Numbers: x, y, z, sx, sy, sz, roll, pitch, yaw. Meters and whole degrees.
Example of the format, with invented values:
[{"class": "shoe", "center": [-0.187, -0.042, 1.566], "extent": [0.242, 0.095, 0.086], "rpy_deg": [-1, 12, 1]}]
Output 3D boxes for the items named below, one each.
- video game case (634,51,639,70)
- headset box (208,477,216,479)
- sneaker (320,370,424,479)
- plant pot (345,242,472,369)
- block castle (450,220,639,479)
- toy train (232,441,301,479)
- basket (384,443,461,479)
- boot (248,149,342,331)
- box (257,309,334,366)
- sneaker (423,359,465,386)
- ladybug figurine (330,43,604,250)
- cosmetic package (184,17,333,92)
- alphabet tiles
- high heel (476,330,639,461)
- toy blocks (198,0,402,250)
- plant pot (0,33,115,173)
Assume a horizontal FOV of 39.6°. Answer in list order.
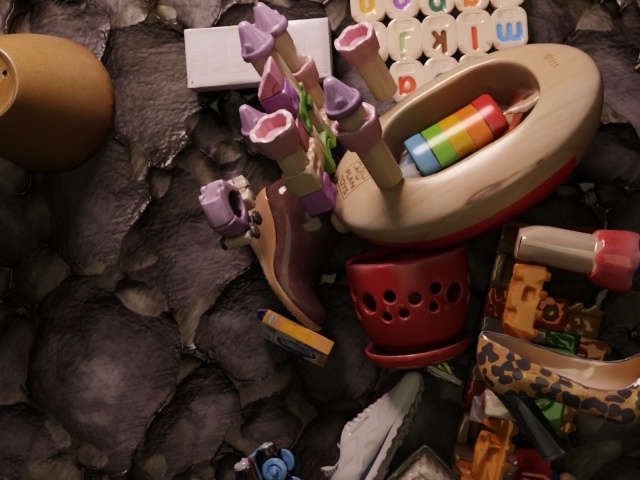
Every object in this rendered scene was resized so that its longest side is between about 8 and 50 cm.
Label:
[{"class": "video game case", "center": [0.545, -0.399, 1.304], "extent": [0.035, 0.248, 0.275], "rpy_deg": [17, 93, 7]}, {"class": "headset box", "center": [-0.201, 0.541, 1.402], "extent": [0.131, 0.246, 0.283], "rpy_deg": [-23, 89, 5]}, {"class": "sneaker", "center": [0.089, 0.308, 1.453], "extent": [0.094, 0.090, 0.235], "rpy_deg": [30, 89, 25]}, {"class": "plant pot", "center": [0.147, 0.100, 1.389], "extent": [0.191, 0.191, 0.174], "rpy_deg": [-11, 96, 6]}, {"class": "block castle", "center": [0.341, 0.197, 1.312], "extent": [0.212, 0.303, 0.454], "rpy_deg": [11, 94, 4]}, {"class": "toy train", "center": [-0.080, 0.430, 1.474], "extent": [0.105, 0.080, 0.184], "rpy_deg": [-22, 89, 12]}, {"class": "basket", "center": [0.188, 0.432, 1.431], "extent": [0.167, 0.103, 0.113], "rpy_deg": [45, 96, 3]}, {"class": "boot", "center": [0.000, 0.000, 1.448], "extent": [0.206, 0.090, 0.248], "rpy_deg": [-32, 84, 8]}, {"class": "box", "center": [-0.047, 0.159, 1.461], "extent": [0.136, 0.081, 0.028], "rpy_deg": [24, 67, 5]}, {"class": "sneaker", "center": [0.201, 0.209, 1.466], "extent": [0.083, 0.031, 0.035], "rpy_deg": [30, 72, 7]}, {"class": "ladybug figurine", "center": [0.222, -0.123, 1.346], "extent": [0.449, 0.305, 0.162], "rpy_deg": [-28, 130, 10]}, {"class": "cosmetic package", "center": [-0.100, -0.304, 1.468], "extent": [0.238, 0.060, 0.099], "rpy_deg": [-3, 89, 6]}, {"class": "alphabet tiles", "center": [0.193, -0.369, 1.456], "extent": [0.284, 0.021, 0.278], "rpy_deg": [-5, 90, 6]}, {"class": "high heel", "center": [0.333, 0.144, 1.110], "extent": [0.261, 0.093, 0.186], "rpy_deg": [-35, 92, 18]}, {"class": "toy blocks", "center": [-0.065, -0.202, 1.302], "extent": [0.308, 0.289, 0.260], "rpy_deg": [-21, 130, 20]}, {"class": "plant pot", "center": [-0.480, -0.230, 1.414], "extent": [0.237, 0.254, 0.237], "rpy_deg": [0, 92, 5]}]
